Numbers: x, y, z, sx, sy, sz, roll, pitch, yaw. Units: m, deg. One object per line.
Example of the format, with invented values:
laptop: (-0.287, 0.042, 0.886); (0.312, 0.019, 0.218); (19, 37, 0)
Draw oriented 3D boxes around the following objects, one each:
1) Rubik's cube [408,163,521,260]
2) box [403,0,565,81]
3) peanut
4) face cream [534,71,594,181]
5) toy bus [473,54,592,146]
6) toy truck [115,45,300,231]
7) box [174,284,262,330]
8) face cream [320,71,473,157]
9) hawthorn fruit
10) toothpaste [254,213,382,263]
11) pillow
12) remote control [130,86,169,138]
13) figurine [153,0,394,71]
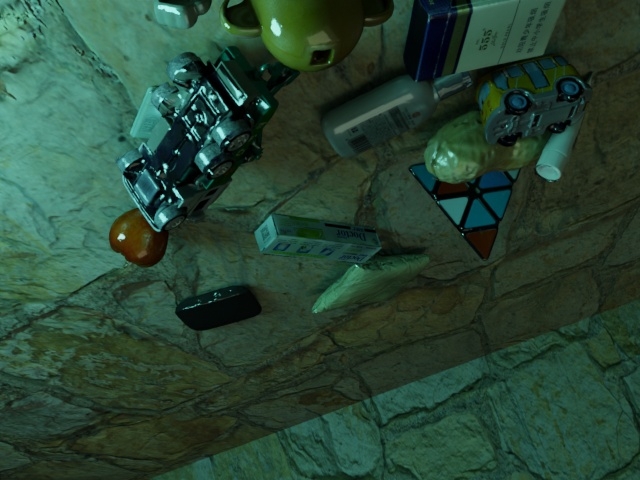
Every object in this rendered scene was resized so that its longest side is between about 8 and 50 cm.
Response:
Rubik's cube: (0.399, -0.113, 1.686); (0.234, 0.250, 0.284); (-38, 143, 12)
box: (0.279, -0.371, 1.251); (0.259, 0.071, 0.168); (-13, 152, -10)
peanut: (0.365, -0.208, 1.545); (0.313, 0.149, 0.149); (-10, 152, -21)
face cream: (0.525, -0.237, 1.533); (0.058, 0.244, 0.092); (24, 160, 16)
toy bus: (0.407, -0.281, 1.423); (0.209, 0.136, 0.126); (-15, 153, -4)
toy truck: (-0.191, -0.169, 1.225); (0.363, 0.177, 0.178); (-44, 166, 36)
box: (-0.277, 0.189, 1.985); (0.212, 0.042, 0.201); (-18, 153, 1)
face cream: (0.148, -0.256, 1.384); (0.291, 0.071, 0.144); (-25, 153, 14)
hawthorn fruit: (-0.363, -0.007, 1.482); (0.140, 0.125, 0.125); (-19, 153, 6)
toothpaste: (0.000, 0.000, 1.777); (0.336, 0.067, 0.081); (6, 144, -40)
pillow: (0.145, 0.118, 2.079); (0.280, 0.076, 0.274); (-6, 154, -34)
remote control: (-0.288, -0.217, 1.249); (0.053, 0.018, 0.124); (1, 147, -31)
figurine: (-0.032, -0.334, 0.898); (0.342, 0.285, 0.167); (-23, 151, 7)
